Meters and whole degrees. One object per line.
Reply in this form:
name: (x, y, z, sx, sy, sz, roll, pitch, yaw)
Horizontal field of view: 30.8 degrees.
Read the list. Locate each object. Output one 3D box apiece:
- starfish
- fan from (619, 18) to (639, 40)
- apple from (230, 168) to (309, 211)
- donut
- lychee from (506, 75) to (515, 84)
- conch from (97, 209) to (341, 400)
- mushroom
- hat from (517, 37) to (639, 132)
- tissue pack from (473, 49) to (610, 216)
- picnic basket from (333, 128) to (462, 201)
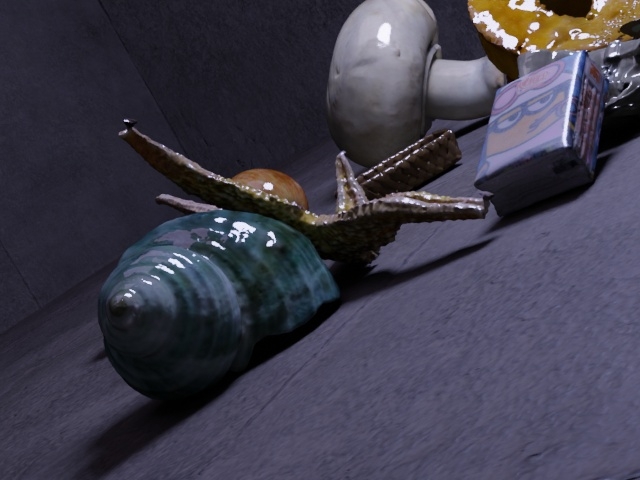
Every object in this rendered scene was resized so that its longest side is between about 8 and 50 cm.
starfish: (-0.020, -0.050, 1.309, 0.384, 0.132, 0.398, 16, 3, 3)
fan: (0.471, -0.247, 1.351, 0.227, 0.008, 0.152, -6, -14, 28)
apple: (-0.086, -0.037, 1.745, 0.146, 0.146, 0.131, -33, 29, -27)
donut: (0.351, -0.313, 1.665, 0.278, 0.108, 0.277, -6, 46, 6)
lychee: (0.342, -0.261, 1.754, 0.114, 0.101, 0.140, -34, -14, -44)
conch: (-0.122, 0.064, 1.167, 0.220, 0.195, 0.277, 10, 2, 32)
mushroom: (0.134, -0.284, 2.022, 0.315, 0.315, 0.356, -33, 9, -29)
hat: (0.358, -0.176, 1.325, 0.245, 0.149, 0.214, 12, -15, -35)
tissue pack: (0.226, -0.108, 1.179, 0.116, 0.065, 0.155, -21, 34, 39)
picnic basket: (0.116, -0.096, 1.712, 0.193, 0.054, 0.110, -30, 8, -7)
